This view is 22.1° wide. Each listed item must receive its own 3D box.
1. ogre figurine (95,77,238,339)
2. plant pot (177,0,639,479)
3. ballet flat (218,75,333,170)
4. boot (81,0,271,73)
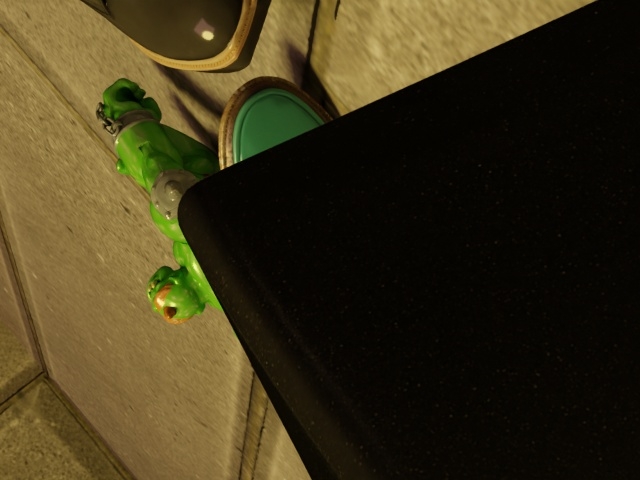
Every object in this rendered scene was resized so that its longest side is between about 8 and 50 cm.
[{"bbox_3d":[-0.066,-0.003,1.001,0.118,0.096,0.197,-122,17,-63],"label":"ogre figurine"},{"bbox_3d":[0.092,0.062,0.445,0.167,0.188,0.187,-114,0,-50],"label":"plant pot"},{"bbox_3d":[0.000,0.000,0.868,0.206,0.073,0.067,63,175,-24],"label":"ballet flat"},{"bbox_3d":[-0.126,-0.139,0.766,0.137,0.077,0.198,8,-161,-43],"label":"boot"}]
